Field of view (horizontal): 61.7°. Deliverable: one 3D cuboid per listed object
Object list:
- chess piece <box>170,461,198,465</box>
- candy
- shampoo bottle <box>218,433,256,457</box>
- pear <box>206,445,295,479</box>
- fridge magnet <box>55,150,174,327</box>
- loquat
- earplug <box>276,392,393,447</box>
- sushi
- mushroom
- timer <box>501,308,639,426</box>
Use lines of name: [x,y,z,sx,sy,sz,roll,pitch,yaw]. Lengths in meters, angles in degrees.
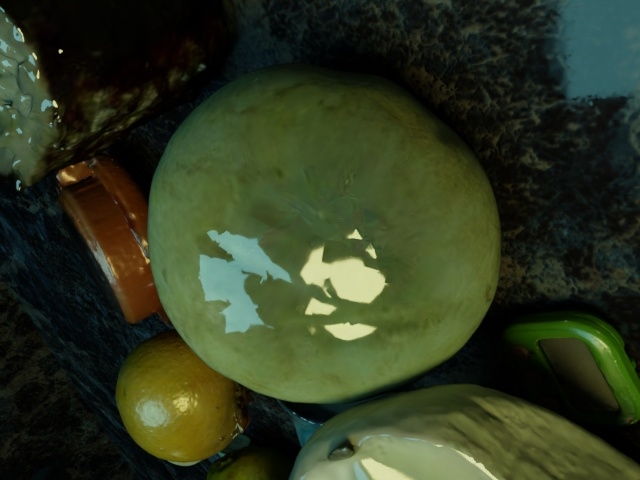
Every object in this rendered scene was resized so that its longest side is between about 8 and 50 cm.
chess piece: [-0.325,0.459,1.379,0.167,0.167,0.299,43,138,9]
candy: [0.148,0.338,0.545,0.386,0.186,0.427,15,114,10]
shampoo bottle: [-0.152,0.680,1.451,0.134,0.078,0.359,-4,118,40]
pear: [-0.129,0.617,1.236,0.269,0.269,0.321,-6,118,48]
fridge magnet: [-0.361,0.007,0.995,0.363,0.155,0.363,44,151,32]
loquat: [-0.261,0.310,1.081,0.275,0.275,0.275,26,137,27]
earplug: [0.027,0.286,0.859,0.185,0.185,0.324,26,141,28]
sushi: [-0.284,-0.251,0.598,0.281,0.294,0.299,44,142,6]
mushroom: [0.000,0.000,0.544,0.352,0.352,0.260,58,-174,-11]
timer: [0.272,0.136,0.579,0.128,0.047,0.140,-17,109,52]
